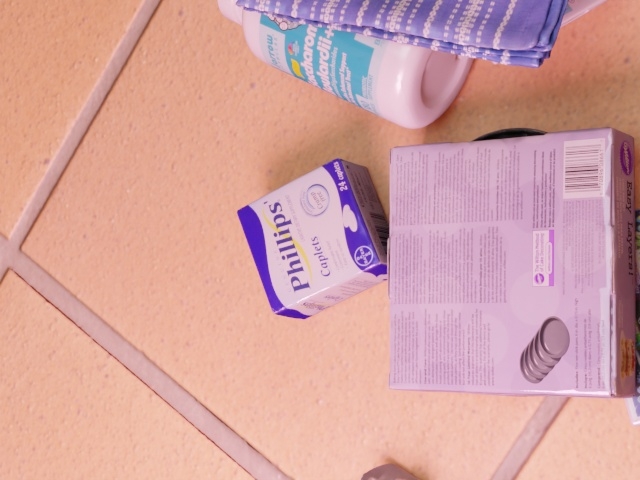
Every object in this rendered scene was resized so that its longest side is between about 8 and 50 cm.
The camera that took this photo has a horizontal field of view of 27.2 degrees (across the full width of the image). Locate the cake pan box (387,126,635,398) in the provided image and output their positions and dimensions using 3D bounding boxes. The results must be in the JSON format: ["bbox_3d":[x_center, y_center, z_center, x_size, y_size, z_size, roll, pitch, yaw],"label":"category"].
[{"bbox_3d":[0.184,0.021,1.298,0.246,0.070,0.266,-4,83,32],"label":"cake pan box"}]

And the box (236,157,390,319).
[{"bbox_3d":[0.000,0.000,1.405,0.137,0.072,0.126,-27,73,22],"label":"box"}]

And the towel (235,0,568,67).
[{"bbox_3d":[0.093,-0.305,1.257,0.336,0.040,0.243,15,85,26],"label":"towel"}]

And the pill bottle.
[{"bbox_3d":[0.021,-0.228,1.376,0.264,0.146,0.146,27,97,27],"label":"pill bottle"}]

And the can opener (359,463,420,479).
[{"bbox_3d":[0.149,0.321,1.312,0.283,0.076,0.095,30,131,25],"label":"can opener"}]

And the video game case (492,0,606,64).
[{"bbox_3d":[0.187,-0.269,1.279,0.143,0.019,0.157,-30,79,-5],"label":"video game case"}]

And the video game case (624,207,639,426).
[{"bbox_3d":[0.357,0.057,1.248,0.184,0.023,0.201,-18,78,24],"label":"video game case"}]
